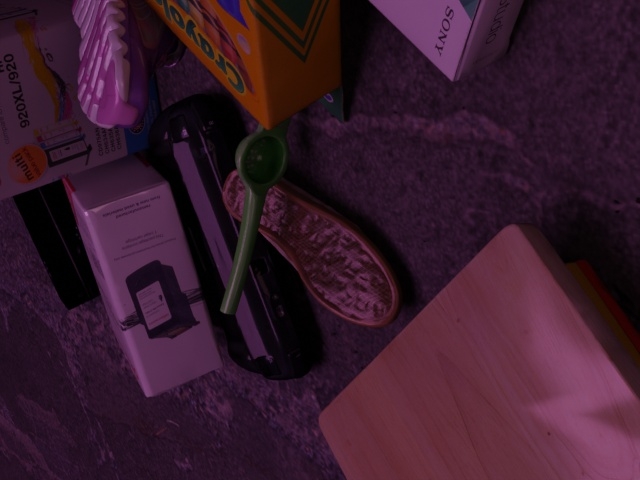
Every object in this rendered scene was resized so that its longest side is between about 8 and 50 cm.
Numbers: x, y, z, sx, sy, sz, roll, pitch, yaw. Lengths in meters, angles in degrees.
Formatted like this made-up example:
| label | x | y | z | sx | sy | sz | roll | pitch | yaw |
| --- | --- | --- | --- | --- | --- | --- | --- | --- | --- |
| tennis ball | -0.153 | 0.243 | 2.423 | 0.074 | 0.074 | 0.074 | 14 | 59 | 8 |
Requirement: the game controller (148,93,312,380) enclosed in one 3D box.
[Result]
| label | x | y | z | sx | sy | sz | roll | pitch | yaw |
| --- | --- | --- | --- | --- | --- | --- | --- | --- | --- |
| game controller | -0.100 | 0.002 | 1.009 | 0.166 | 0.067 | 0.319 | 2 | 113 | 69 |

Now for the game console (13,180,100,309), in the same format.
| label | x | y | z | sx | sy | sz | roll | pitch | yaw |
| --- | --- | --- | --- | --- | --- | --- | --- | --- | --- |
| game console | -0.345 | -0.030 | 1.326 | 0.361 | 0.044 | 0.213 | -26 | 90 | 56 |

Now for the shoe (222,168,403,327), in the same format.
| label | x | y | z | sx | sy | sz | roll | pitch | yaw |
| --- | --- | --- | --- | --- | --- | --- | --- | --- | --- |
| shoe | 0.000 | 0.000 | 0.869 | 0.219 | 0.058 | 0.077 | 41 | 108 | 25 |

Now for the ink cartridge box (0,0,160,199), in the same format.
| label | x | y | z | sx | sy | sz | roll | pitch | yaw |
| --- | --- | --- | --- | --- | --- | --- | --- | --- | --- |
| ink cartridge box | -0.325 | -0.170 | 1.035 | 0.168 | 0.232 | 0.171 | 27 | 132 | 43 |

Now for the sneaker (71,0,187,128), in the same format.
| label | x | y | z | sx | sy | sz | roll | pitch | yaw |
| --- | --- | --- | --- | --- | --- | --- | --- | --- | --- |
| sneaker | -0.167 | -0.187 | 0.862 | 0.095 | 0.104 | 0.236 | -56 | 34 | 34 |

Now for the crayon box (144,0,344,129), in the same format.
| label | x | y | z | sx | sy | sz | roll | pitch | yaw |
| --- | --- | --- | --- | --- | --- | --- | --- | --- | --- |
| crayon box | -0.075 | -0.229 | 0.703 | 0.203 | 0.083 | 0.323 | 47 | 162 | 26 |

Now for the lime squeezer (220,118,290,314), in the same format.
| label | x | y | z | sx | sy | sz | roll | pitch | yaw |
| --- | --- | --- | --- | --- | --- | --- | --- | --- | --- |
| lime squeezer | -0.077 | -0.095 | 0.855 | 0.109 | 0.059 | 0.311 | -17 | 74 | 25 |

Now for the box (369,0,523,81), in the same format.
| label | x | y | z | sx | sy | sz | roll | pitch | yaw |
| --- | --- | --- | --- | --- | --- | --- | --- | --- | --- |
| box | 0.025 | -0.288 | 0.599 | 0.322 | 0.058 | 0.232 | 48 | 155 | 21 |

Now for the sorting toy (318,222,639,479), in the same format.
| label | x | y | z | sx | sy | sz | roll | pitch | yaw |
| --- | --- | --- | --- | --- | --- | --- | --- | --- | --- |
| sorting toy | 0.150 | 0.163 | 0.656 | 0.255 | 0.089 | 0.257 | -51 | 58 | 36 |

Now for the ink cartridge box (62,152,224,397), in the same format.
| label | x | y | z | sx | sy | sz | roll | pitch | yaw |
| --- | --- | --- | --- | --- | --- | --- | --- | --- | --- |
| ink cartridge box | -0.208 | 0.035 | 1.083 | 0.172 | 0.100 | 0.237 | 37 | 144 | 61 |
